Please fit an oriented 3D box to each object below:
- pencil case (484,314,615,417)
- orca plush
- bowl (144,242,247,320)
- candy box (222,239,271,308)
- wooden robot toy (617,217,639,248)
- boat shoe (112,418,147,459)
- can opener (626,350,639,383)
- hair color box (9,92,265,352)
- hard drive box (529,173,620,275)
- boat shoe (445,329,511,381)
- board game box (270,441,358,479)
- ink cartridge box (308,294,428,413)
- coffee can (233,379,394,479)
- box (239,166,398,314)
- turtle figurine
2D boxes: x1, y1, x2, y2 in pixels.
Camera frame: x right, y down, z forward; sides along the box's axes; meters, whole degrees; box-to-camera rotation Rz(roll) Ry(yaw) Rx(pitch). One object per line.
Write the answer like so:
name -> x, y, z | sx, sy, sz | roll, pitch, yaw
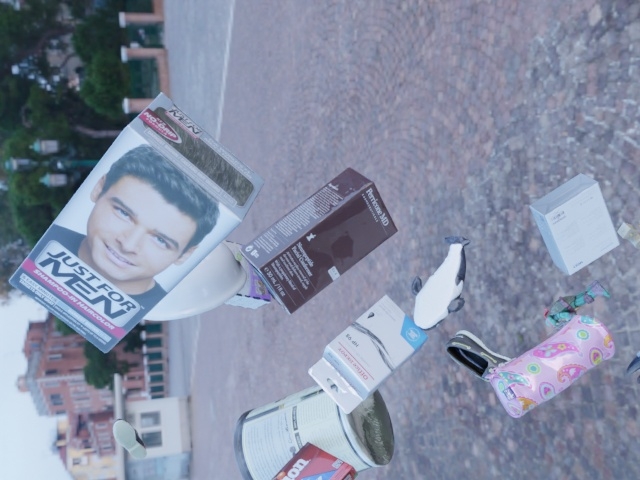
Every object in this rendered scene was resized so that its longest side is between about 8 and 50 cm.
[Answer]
pencil case -> 0.510, 0.276, 1.521 | 0.124, 0.284, 0.124 | 58, 169, 17
orca plush -> 0.340, 0.129, 1.933 | 0.102, 0.151, 0.287 | 57, -137, -63
bowl -> -0.334, 0.060, 1.630 | 0.298, 0.298, 0.134 | -125, 23, -64
candy box -> -0.238, 0.094, 1.911 | 0.070, 0.196, 0.164 | -26, 63, 31
wooden robot toy -> 0.753, -0.025, 1.581 | 0.079, 0.174, 0.076 | -110, 21, -52
boat shoe -> -0.468, 0.480, 1.675 | 0.043, 0.049, 0.137 | 49, 166, 56
can opener -> 0.590, 0.229, 1.243 | 0.059, 0.073, 0.186 | 56, -179, 17
hair color box -> -0.272, -0.010, 0.986 | 0.374, 0.185, 0.113 | -41, 16, 33
hard drive box -> 0.735, -0.044, 1.975 | 0.232, 0.181, 0.089 | 59, 179, -27
boat shoe -> 0.410, 0.311, 1.674 | 0.228, 0.069, 0.081 | 34, 134, 26
board game box -> -0.074, 0.485, 1.210 | 0.145, 0.281, 0.027 | 6, 132, 55
ink cartridge box -> 0.079, 0.189, 1.143 | 0.104, 0.180, 0.060 | 45, 156, 15
coffee can -> -0.013, 0.412, 1.439 | 0.201, 0.276, 0.201 | 46, -151, -35
box -> 0.000, 0.000, 1.834 | 0.143, 0.381, 0.191 | 38, 164, 53
turtle figurine -> 0.780, 0.220, 2.114 | 0.234, 0.118, 0.175 | -45, 8, 17
